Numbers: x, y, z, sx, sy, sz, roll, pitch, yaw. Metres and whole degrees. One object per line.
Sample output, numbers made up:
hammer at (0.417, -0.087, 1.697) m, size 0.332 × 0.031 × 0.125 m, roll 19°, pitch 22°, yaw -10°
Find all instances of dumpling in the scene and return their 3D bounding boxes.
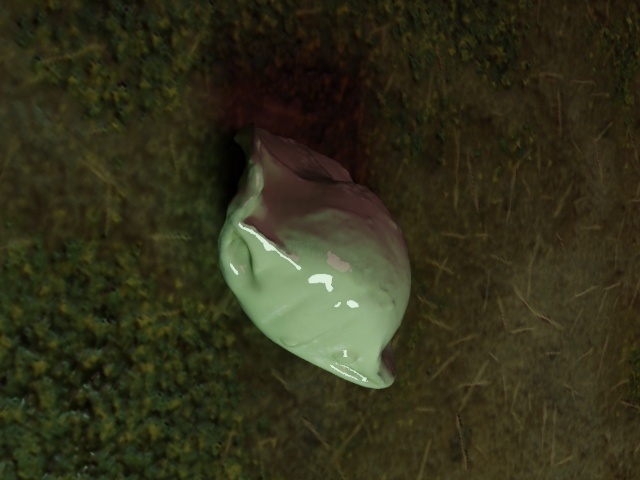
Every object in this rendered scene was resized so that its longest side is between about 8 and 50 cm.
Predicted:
dumpling at (0.000, 0.002, 0.663) m, size 0.169 × 0.100 × 0.134 m, roll 33°, pitch 36°, yaw -21°
